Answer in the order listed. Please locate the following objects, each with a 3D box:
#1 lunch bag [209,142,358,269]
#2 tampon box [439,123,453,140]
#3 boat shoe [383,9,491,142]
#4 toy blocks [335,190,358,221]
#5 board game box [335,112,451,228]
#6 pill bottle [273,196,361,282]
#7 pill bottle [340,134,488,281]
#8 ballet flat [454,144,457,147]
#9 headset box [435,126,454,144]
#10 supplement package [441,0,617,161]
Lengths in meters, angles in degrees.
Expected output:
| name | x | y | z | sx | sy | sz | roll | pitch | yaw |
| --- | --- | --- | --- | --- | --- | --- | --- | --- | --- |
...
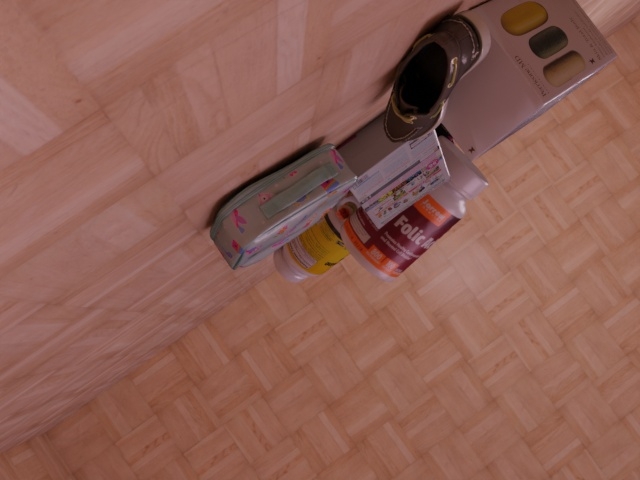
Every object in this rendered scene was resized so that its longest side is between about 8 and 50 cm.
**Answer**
| name | x | y | z | sx | sy | sz | roll | pitch | yaw |
| --- | --- | --- | --- | --- | --- | --- | --- | --- | --- |
| lunch bag | -0.069 | -0.069 | 1.236 | 0.279 | 0.108 | 0.224 | -35 | 173 | -22 |
| tampon box | 0.399 | -0.365 | 1.776 | 0.161 | 0.101 | 0.120 | -36 | 176 | 0 |
| boat shoe | 0.166 | -0.252 | 1.087 | 0.091 | 0.109 | 0.305 | -33 | 170 | -27 |
| toy blocks | 0.064 | -0.112 | 1.906 | 0.054 | 0.123 | 0.148 | 3 | -168 | 20 |
| board game box | 0.167 | -0.167 | 1.498 | 0.224 | 0.097 | 0.303 | -35 | 155 | 4 |
| pill bottle | 0.000 | 0.000 | 2.134 | 0.334 | 0.188 | 0.188 | -38 | 176 | 36 |
| pill bottle | 0.261 | -0.088 | 1.827 | 0.392 | 0.224 | 0.224 | -45 | 173 | 19 |
| ballet flat | 0.408 | -0.313 | 2.567 | 0.139 | 0.139 | 0.400 | -33 | 180 | -36 |
| headset box | 0.317 | -0.227 | 2.053 | 0.218 | 0.110 | 0.293 | -40 | 159 | 6 |
| supplement package | 0.346 | -0.313 | 1.182 | 0.262 | 0.199 | 0.198 | -33 | 175 | -33 |
